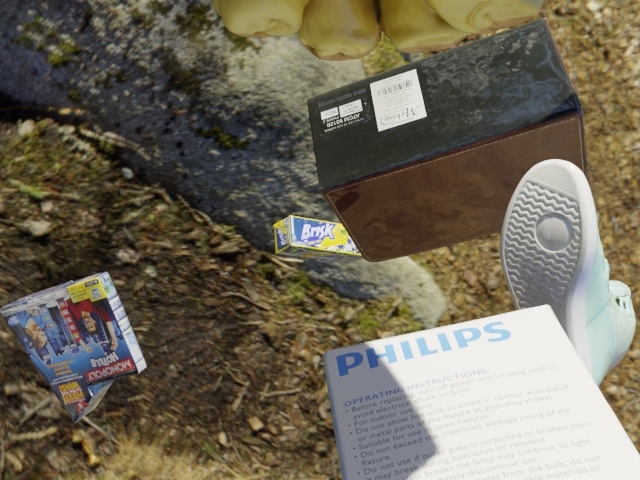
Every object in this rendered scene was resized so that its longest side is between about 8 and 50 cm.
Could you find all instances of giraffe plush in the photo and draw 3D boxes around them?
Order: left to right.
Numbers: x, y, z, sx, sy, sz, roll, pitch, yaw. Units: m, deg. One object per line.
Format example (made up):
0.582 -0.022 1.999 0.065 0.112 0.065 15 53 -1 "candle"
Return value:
0.018 -0.208 0.412 0.210 0.182 0.170 7 83 -63 "giraffe plush"

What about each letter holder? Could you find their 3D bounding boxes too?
0.166 -0.109 0.971 0.214 0.302 0.151 55 23 -54 "letter holder"

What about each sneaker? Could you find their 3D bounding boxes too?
0.267 0.032 0.804 0.151 0.094 0.255 -21 110 -45 "sneaker"

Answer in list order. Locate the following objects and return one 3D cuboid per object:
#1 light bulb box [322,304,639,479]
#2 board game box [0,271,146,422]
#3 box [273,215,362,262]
0.153 0.311 0.644 0.226 0.361 0.357 -11 121 0 "light bulb box"
-0.336 0.155 1.098 0.194 0.194 0.060 69 25 -9 "board game box"
0.000 0.000 1.386 0.169 0.054 0.059 9 67 -36 "box"
